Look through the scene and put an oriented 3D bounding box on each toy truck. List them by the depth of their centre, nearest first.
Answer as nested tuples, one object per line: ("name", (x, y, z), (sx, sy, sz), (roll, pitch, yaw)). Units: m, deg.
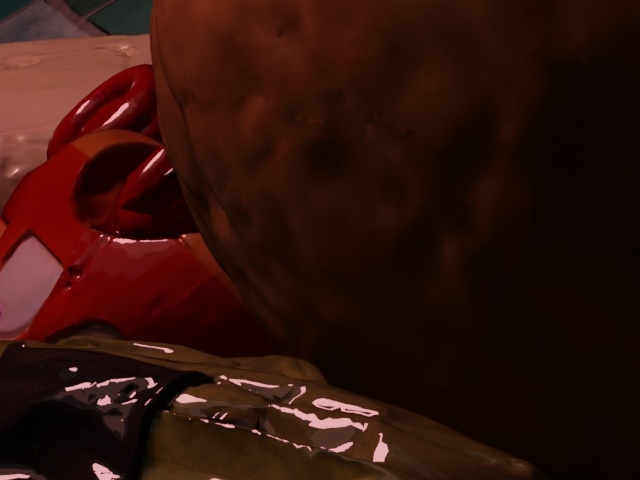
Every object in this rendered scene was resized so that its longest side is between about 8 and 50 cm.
("toy truck", (-0.099, 0.060, 0.860), (0.239, 0.189, 0.265), (-44, 24, -8))

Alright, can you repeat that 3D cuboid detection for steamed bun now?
("steamed bun", (-0.135, -0.021, 1.075), (0.200, 0.170, 0.225), (0, 20, -3))

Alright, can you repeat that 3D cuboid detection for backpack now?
("backpack", (-0.010, 0.126, 0.580), (0.253, 0.207, 0.140), (3, 54, 42))

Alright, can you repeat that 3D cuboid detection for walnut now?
("walnut", (0.087, -0.051, 0.668), (0.332, 0.333, 0.333), (-25, 23, 11))
